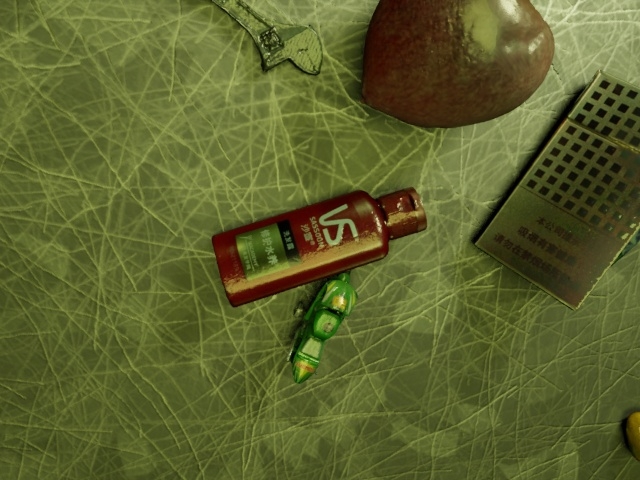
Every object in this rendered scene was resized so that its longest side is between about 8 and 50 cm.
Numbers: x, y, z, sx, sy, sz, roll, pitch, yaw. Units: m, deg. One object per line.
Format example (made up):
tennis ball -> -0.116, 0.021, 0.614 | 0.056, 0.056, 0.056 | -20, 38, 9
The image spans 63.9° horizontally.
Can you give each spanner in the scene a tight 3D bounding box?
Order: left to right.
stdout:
spanner -> -0.129, -0.336, 0.710 | 0.325, 0.026, 0.093 | 37, 95, -12

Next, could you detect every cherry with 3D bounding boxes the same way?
cherry -> 0.172, -0.262, 0.685 | 0.239, 0.206, 0.239 | 12, 128, 16

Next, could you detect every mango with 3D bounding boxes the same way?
mango -> 0.604, 0.366, 0.945 | 0.078, 0.057, 0.114 | -33, 96, 5

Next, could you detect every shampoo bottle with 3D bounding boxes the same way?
shampoo bottle -> -0.001, 0.000, 0.763 | 0.314, 0.076, 0.118 | -17, 61, -3

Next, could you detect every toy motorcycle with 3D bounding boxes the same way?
toy motorcycle -> 0.005, 0.119, 0.786 | 0.074, 0.106, 0.190 | 26, 97, -11

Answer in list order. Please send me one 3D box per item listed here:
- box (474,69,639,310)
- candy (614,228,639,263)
box -> 0.405, -0.076, 0.780 | 0.180, 0.047, 0.325 | 37, 98, 22
candy -> 0.468, -0.034, 0.831 | 0.145, 0.070, 0.275 | 39, 99, -20
